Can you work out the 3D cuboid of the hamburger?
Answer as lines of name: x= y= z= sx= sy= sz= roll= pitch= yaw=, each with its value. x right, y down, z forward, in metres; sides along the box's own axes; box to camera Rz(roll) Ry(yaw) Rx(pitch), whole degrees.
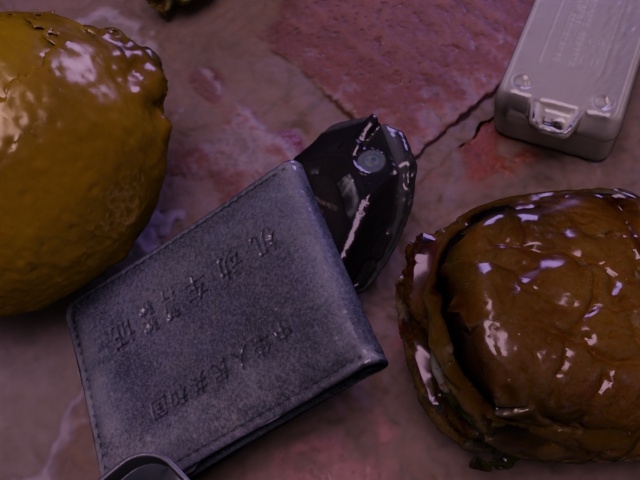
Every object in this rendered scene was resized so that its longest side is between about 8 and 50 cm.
hamburger: x=0.155 y=0.051 z=0.546 sx=0.206 sy=0.130 sz=0.183 roll=-7 pitch=65 yaw=1

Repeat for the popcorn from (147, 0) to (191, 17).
popcorn: x=-0.127 y=-0.242 z=0.772 sx=0.083 sy=0.068 sz=0.059 roll=-16 pitch=67 yaw=-37

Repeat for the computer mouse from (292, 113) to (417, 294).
computer mouse: x=0.000 y=0.000 z=0.616 sx=0.106 sy=0.062 sz=0.192 roll=32 pitch=85 yaw=38

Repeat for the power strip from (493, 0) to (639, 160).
power strip: x=0.236 y=-0.210 z=0.707 sx=0.098 sy=0.058 sz=0.338 roll=18 pitch=67 yaw=17

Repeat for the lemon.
lemon: x=-0.219 y=-0.054 z=0.607 sx=0.260 sy=0.204 sz=0.204 roll=-40 pitch=65 yaw=-7

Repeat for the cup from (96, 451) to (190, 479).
cup: x=-0.081 y=0.203 z=0.495 sx=0.095 sy=0.129 sz=0.128 roll=-43 pitch=66 yaw=-14

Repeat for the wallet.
wallet: x=-0.076 y=0.065 z=0.575 sx=0.222 sy=0.036 sz=0.167 roll=-32 pitch=60 yaw=19
